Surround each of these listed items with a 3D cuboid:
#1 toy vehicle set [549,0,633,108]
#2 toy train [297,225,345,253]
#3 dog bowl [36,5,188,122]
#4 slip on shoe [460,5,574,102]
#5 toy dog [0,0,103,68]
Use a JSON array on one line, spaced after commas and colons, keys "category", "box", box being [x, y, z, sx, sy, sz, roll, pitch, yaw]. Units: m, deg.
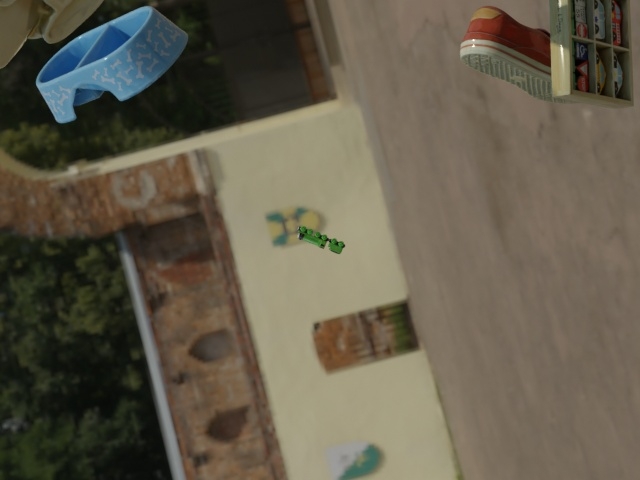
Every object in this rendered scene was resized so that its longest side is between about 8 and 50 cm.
[{"category": "toy vehicle set", "box": [0.424, -0.348, 1.843, 0.035, 0.166, 0.266, -5, 85, 49]}, {"category": "toy train", "box": [0.000, 0.000, 1.930, 0.017, 0.083, 0.023, 134, 157, -83]}, {"category": "dog bowl", "box": [-0.347, -0.290, 1.909, 0.074, 0.297, 0.166, 51, -134, -29]}, {"category": "slip on shoe", "box": [0.372, -0.304, 1.982, 0.123, 0.331, 0.101, 0, 76, 54]}, {"category": "toy dog", "box": [-0.673, -0.534, 2.252, 0.408, 0.395, 0.284, 45, -168, 20]}]
